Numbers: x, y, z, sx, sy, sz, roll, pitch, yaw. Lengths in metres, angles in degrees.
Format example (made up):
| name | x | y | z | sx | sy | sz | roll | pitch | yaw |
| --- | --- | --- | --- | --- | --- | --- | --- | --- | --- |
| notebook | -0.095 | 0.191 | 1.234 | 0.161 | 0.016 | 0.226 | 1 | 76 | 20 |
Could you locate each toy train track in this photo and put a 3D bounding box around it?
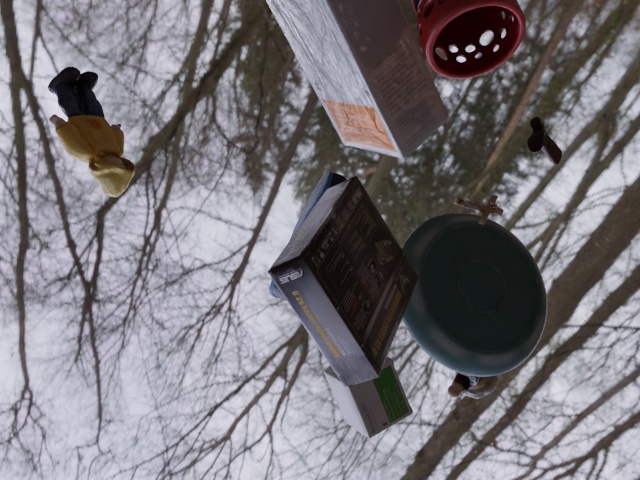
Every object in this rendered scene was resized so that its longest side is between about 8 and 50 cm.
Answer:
| name | x | y | z | sx | sy | sz | roll | pitch | yaw |
| --- | --- | --- | --- | --- | --- | --- | --- | --- | --- |
| toy train track | 0.229 | -0.052 | 1.101 | 0.014 | 0.083 | 0.048 | 36 | -102 | -44 |

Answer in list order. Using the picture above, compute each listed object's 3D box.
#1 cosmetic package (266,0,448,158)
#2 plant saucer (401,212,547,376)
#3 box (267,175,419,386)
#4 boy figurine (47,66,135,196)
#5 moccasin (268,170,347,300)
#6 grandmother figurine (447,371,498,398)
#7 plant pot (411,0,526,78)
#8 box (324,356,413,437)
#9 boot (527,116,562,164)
| name | x | y | z | sx | sy | sz | roll | pitch | yaw |
| --- | --- | --- | --- | --- | --- | --- | --- | --- | --- |
| cosmetic package | 0.074 | -0.409 | 1.609 | 0.161 | 0.453 | 0.230 | -43 | -146 | -18 |
| plant saucer | 0.289 | 0.090 | 1.385 | 0.318 | 0.044 | 0.317 | 7 | -111 | -18 |
| box | 0.040 | 0.045 | 0.981 | 0.183 | 0.056 | 0.231 | 58 | -148 | -18 |
| boy figurine | -0.471 | -0.220 | 1.544 | 0.177 | 0.092 | 0.285 | 6 | -129 | -55 |
| moccasin | 0.000 | 0.000 | 1.521 | 0.117 | 0.342 | 0.137 | 24 | -134 | -3 |
| grandmother figurine | 0.325 | 0.247 | 1.606 | 0.208 | 0.342 | 0.104 | -44 | -121 | -14 |
| plant pot | 0.271 | -0.431 | 1.426 | 0.191 | 0.191 | 0.174 | 3 | -127 | -22 |
| box | 0.075 | 0.240 | 1.197 | 0.087 | 0.102 | 0.101 | -26 | -78 | -17 |
| boot | 0.474 | -0.188 | 1.573 | 0.114 | 0.037 | 0.106 | 48 | -136 | -34 |
